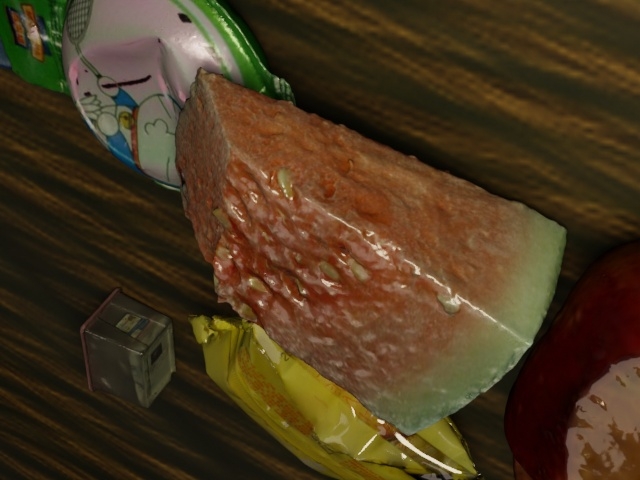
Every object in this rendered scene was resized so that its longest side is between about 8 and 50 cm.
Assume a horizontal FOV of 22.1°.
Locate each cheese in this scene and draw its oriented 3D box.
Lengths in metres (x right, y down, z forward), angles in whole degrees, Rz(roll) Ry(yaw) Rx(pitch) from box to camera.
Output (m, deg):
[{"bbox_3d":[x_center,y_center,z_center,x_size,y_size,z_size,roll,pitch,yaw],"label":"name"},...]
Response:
[{"bbox_3d":[-0.145,-0.125,1.150,0.320,0.083,0.204,21,137,28],"label":"cheese"}]

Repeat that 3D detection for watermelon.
[{"bbox_3d":[0.000,0.000,1.045,0.257,0.140,0.193,36,137,-12],"label":"watermelon"}]

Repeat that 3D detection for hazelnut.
[{"bbox_3d":[0.198,0.095,0.975,0.178,0.178,0.204,14,129,36],"label":"hazelnut"}]

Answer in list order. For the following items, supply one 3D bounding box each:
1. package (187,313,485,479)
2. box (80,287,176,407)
[{"bbox_3d":[0.005,0.112,1.210,0.226,0.090,0.168,40,158,-13],"label":"package"},{"bbox_3d":[-0.162,0.095,1.407,0.063,0.060,0.084,21,137,18],"label":"box"}]
